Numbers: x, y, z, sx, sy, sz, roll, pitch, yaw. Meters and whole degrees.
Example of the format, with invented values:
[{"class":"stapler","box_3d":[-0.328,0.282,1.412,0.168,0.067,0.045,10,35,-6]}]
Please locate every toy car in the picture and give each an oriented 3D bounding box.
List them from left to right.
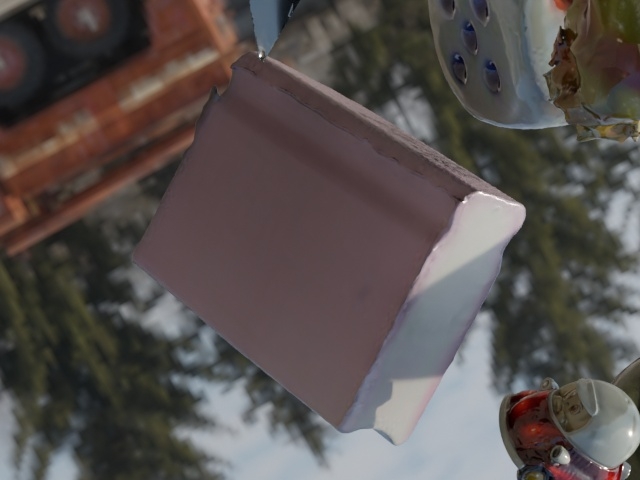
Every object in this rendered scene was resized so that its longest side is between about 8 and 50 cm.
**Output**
[{"class":"toy car","box_3d":[0.244,0.181,1.721,0.112,0.139,0.112,-41,-152,25]}]

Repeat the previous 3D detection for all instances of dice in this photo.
[{"class":"dice","box_3d":[0.226,-0.221,1.805,0.193,0.192,0.194,-19,-163,-20]}]

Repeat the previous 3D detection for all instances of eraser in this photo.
[{"class":"eraser","box_3d":[0.000,0.000,1.890,0.122,0.272,0.359,16,-166,-47]}]

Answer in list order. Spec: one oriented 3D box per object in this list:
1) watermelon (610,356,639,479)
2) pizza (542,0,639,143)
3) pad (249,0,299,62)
[{"class":"watermelon","box_3d":[0.430,0.283,2.018,0.279,0.359,0.279,-12,159,-4]},{"class":"pizza","box_3d":[0.258,-0.223,1.315,0.130,0.440,0.406,-12,131,-41]},{"class":"pad","box_3d":[0.004,-0.338,1.394,0.007,0.247,0.367,9,-135,18]}]
